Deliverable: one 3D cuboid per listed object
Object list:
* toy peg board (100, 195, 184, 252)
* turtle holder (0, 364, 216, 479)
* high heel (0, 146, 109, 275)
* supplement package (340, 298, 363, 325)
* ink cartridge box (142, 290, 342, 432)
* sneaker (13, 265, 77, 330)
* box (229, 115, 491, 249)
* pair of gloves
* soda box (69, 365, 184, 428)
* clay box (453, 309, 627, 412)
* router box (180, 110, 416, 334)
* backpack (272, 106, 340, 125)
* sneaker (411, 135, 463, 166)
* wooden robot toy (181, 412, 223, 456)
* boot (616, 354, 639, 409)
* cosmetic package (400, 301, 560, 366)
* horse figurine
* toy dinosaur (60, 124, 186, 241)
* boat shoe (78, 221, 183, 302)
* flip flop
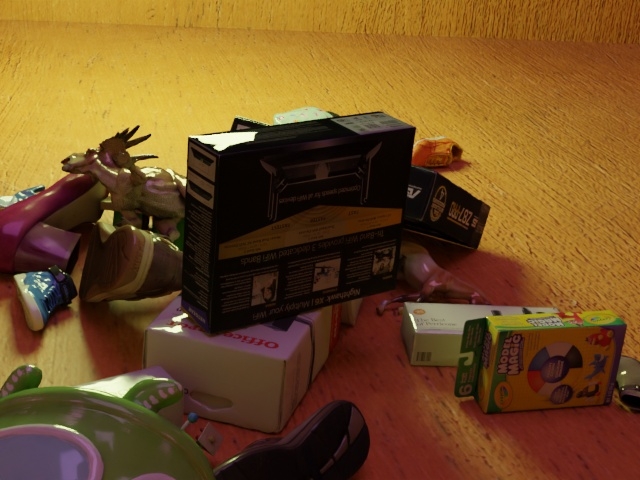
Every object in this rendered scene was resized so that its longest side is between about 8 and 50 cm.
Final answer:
[{"bbox_3d":[-0.292,-0.031,1.956,0.161,0.079,0.160,6,7,-3],"label":"toy peg board"},{"bbox_3d":[-0.264,0.260,1.046,0.320,0.243,0.227,16,41,3],"label":"turtle holder"},{"bbox_3d":[-0.461,-0.074,1.890,0.181,0.127,0.377,15,30,-3],"label":"high heel"},{"bbox_3d":[-0.050,0.019,1.733,0.244,0.134,0.139,11,53,14],"label":"supplement package"},{"bbox_3d":[-0.100,0.131,1.539,0.197,0.114,0.273,11,25,13],"label":"ink cartridge box"},{"bbox_3d":[-0.399,0.082,1.661,0.085,0.058,0.152,-13,21,-18],"label":"sneaker"},{"bbox_3d":[0.068,-0.100,1.988,0.395,0.097,0.318,17,0,25],"label":"box"},{"bbox_3d":[-0.497,-0.055,2.012,0.159,0.023,0.198,-6,26,-30],"label":"pair of gloves"},{"bbox_3d":[-0.273,0.217,1.348,0.216,0.074,0.069,-11,28,-34],"label":"soda box"},{"bbox_3d":[0.297,0.165,1.531,0.222,0.127,0.053,-3,23,-17],"label":"clay box"},{"bbox_3d":[-0.028,-0.029,1.474,0.309,0.243,0.081,-11,28,-34],"label":"router box"},{"bbox_3d":[-0.029,-0.215,2.377,0.182,0.115,0.152,-15,32,-34],"label":"backpack"},{"bbox_3d":[0.249,-0.189,2.446,0.067,0.064,0.175,33,37,31],"label":"sneaker"},{"bbox_3d":[-0.194,0.262,1.304,0.079,0.076,0.173,-22,1,41],"label":"wooden robot toy"},{"bbox_3d":[0.435,0.203,1.584,0.118,0.042,0.087,15,27,23],"label":"boot"},{"bbox_3d":[0.245,0.139,1.666,0.239,0.060,0.099,2,22,-8],"label":"cosmetic package"},{"bbox_3d":[0.140,0.060,1.828,0.174,0.066,0.263,-17,33,-28],"label":"horse figurine"},{"bbox_3d":[-0.267,-0.084,1.828,0.296,0.127,0.200,30,17,-17],"label":"toy dinosaur"},{"bbox_3d":[-0.268,0.039,1.649,0.123,0.123,0.342,14,-9,-22],"label":"boat shoe"},{"bbox_3d":[-0.047,0.261,1.277,0.080,0.112,0.277,-10,12,39],"label":"flip flop"}]
